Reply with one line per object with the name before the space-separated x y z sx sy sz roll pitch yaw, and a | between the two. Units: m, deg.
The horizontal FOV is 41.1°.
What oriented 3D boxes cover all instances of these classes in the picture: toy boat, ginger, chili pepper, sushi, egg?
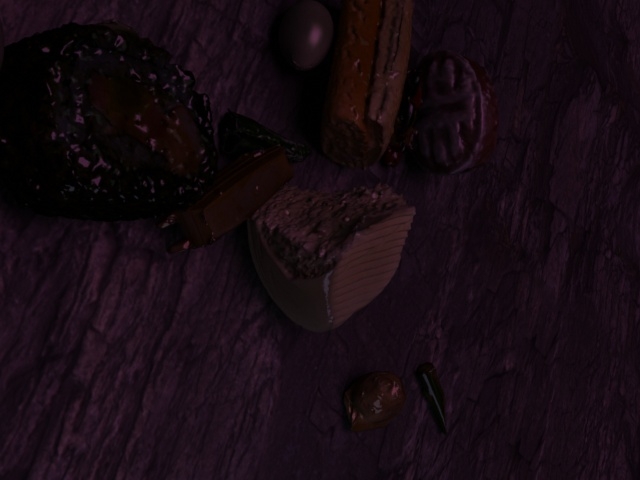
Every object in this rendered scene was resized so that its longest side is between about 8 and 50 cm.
toy boat | -0.171 -0.081 1.544 0.310 0.115 0.089 -44 121 -39
ginger | 0.146 0.324 1.805 0.193 0.122 0.115 -2 65 -50
chili pepper | -0.097 -0.195 1.680 0.226 0.059 0.088 8 74 -46
sushi | 0.174 -0.279 1.931 0.103 0.097 0.226 -16 120 -67
sushi | -0.333 -0.181 1.324 0.352 0.178 0.294 7 76 -56
egg | -0.030 -0.416 1.738 0.114 0.114 0.152 28 65 -39

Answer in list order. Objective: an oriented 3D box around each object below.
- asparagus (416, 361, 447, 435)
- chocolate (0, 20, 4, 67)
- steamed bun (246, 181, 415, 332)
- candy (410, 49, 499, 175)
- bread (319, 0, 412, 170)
asparagus | 0.269 0.366 1.967 0.045 0.041 0.178 -33 108 -34
chocolate | -0.558 -0.267 1.141 0.283 0.186 0.284 7 79 -44
steamed bun | 0.000 0.000 1.642 0.290 0.272 0.274 -24 135 -43
candy | 0.304 -0.290 1.980 0.157 0.214 0.290 2 83 -50
bread | 0.099 -0.354 1.792 0.236 0.165 0.376 91 8 -69
